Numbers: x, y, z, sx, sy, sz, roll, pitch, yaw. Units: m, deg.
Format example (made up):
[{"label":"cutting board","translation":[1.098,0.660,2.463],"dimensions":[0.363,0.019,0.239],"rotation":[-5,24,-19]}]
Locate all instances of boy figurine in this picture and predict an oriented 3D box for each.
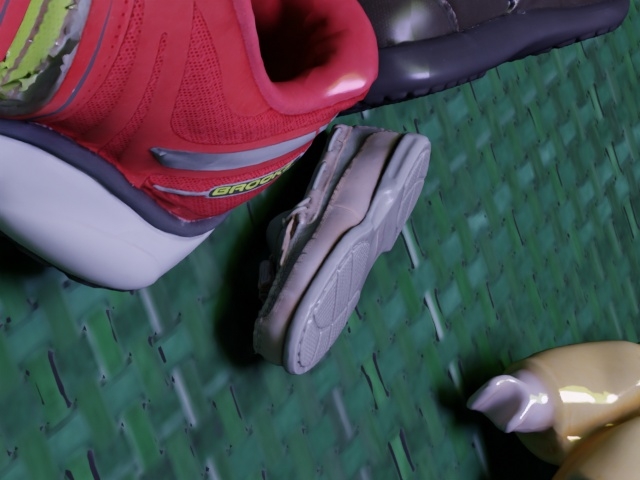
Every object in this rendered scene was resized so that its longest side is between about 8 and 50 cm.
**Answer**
[{"label":"boy figurine","translation":[0.124,0.112,0.750],"dimensions":[0.177,0.092,0.285],"rotation":[49,34,-10]}]

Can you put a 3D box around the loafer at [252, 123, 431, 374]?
[{"label":"loafer","translation":[0.000,0.000,0.640],"dimensions":[0.125,0.039,0.045],"rotation":[-55,160,-49]}]

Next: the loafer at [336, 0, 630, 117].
[{"label":"loafer","translation":[0.057,-0.105,0.722],"dimensions":[0.220,0.080,0.078],"rotation":[-28,105,-59]}]

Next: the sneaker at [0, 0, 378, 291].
[{"label":"sneaker","translation":[-0.073,-0.076,0.425],"dimensions":[0.279,0.118,0.107],"rotation":[24,36,-62]}]
